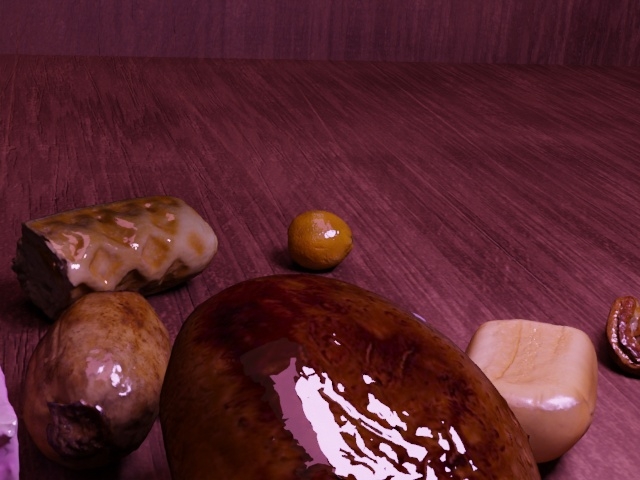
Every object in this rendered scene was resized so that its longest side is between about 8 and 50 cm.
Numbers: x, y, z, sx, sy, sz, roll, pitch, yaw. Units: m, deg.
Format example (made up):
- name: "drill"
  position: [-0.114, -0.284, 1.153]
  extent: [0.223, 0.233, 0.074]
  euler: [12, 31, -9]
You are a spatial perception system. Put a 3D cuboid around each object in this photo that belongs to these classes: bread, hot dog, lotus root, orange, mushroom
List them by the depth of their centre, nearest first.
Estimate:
- name: "mushroom"
  position: [0.029, 0.172, 0.824]
  extent: [0.345, 0.345, 0.239]
  euler: [-10, -16, -34]
- name: "lotus root"
  position: [-0.219, 0.126, 1.030]
  extent: [0.145, 0.128, 0.260]
  euler: [-35, 19, 8]
- name: "bread"
  position: [0.212, 0.159, 1.080]
  extent: [0.147, 0.098, 0.217]
  euler: [10, 19, 18]
- name: "hot dog"
  position: [0.400, 0.115, 1.284]
  extent: [0.099, 0.065, 0.147]
  euler: [22, 23, 17]
- name: "bread"
  position: [-0.253, 0.015, 1.328]
  extent: [0.152, 0.130, 0.267]
  euler: [16, 22, 39]
- name: "orange"
  position: [0.000, 0.000, 1.476]
  extent: [0.095, 0.085, 0.085]
  euler: [3, 21, 3]

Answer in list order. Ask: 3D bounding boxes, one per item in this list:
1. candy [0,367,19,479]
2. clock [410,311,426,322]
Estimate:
- name: "candy"
  position: [-0.369, 0.158, 0.950]
  extent: [0.155, 0.116, 0.265]
  euler: [-2, 23, -25]
- name: "clock"
  position: [-0.021, 0.136, 1.111]
  extent: [0.247, 0.090, 0.227]
  euler: [9, 21, 15]
